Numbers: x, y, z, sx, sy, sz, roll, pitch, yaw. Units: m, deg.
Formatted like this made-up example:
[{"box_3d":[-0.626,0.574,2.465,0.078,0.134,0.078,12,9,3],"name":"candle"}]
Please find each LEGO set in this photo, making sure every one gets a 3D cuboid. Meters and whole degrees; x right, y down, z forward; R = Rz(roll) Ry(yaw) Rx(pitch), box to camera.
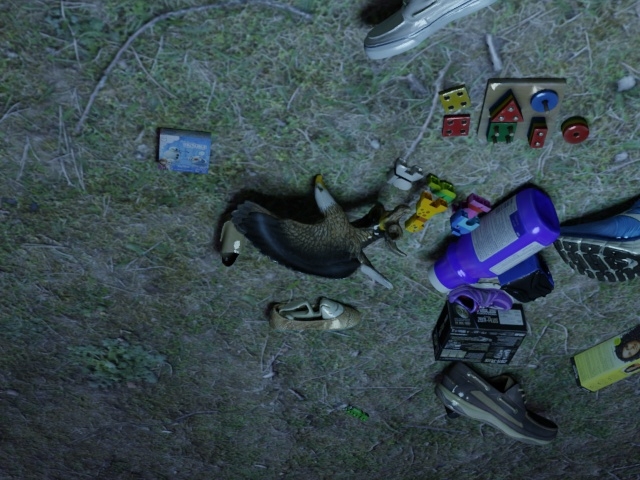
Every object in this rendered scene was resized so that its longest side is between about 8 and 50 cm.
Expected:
[{"box_3d":[0.211,-0.058,1.699,0.227,0.087,0.093,24,135,-27],"name":"LEGO set"}]

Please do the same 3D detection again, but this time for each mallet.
[{"box_3d":[0.409,0.410,2.318,0.190,0.062,0.039,-18,141,18],"name":"mallet"}]

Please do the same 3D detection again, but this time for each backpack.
[{"box_3d":[0.427,0.067,1.855,0.098,0.101,0.120,-23,141,27],"name":"backpack"}]

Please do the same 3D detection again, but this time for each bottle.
[{"box_3d":[0.334,0.012,1.766,0.092,0.118,0.283,27,133,-32],"name":"bottle"}]

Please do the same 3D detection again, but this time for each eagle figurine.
[{"box_3d":[-0.004,-0.010,1.662,0.298,0.225,0.226,-16,145,-11],"name":"eagle figurine"}]

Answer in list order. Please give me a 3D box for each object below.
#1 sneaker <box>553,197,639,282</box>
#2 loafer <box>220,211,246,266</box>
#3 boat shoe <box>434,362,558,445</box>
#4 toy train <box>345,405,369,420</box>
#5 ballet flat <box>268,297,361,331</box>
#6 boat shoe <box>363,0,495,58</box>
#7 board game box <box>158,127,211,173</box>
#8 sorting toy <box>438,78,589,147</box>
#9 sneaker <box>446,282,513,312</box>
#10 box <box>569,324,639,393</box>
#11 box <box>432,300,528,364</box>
[{"box_3d":[0.615,-0.011,1.747,0.330,0.147,0.129,-1,142,33],"name":"sneaker"},{"box_3d":[-0.171,0.000,1.783,0.056,0.050,0.148,3,142,-7],"name":"loafer"},{"box_3d":[0.457,0.403,2.233,0.355,0.132,0.130,25,97,-20],"name":"boat shoe"},{"box_3d":[0.100,0.463,2.409,0.024,0.017,0.083,-37,131,23],"name":"toy train"},{"box_3d":[-0.013,0.162,1.986,0.206,0.073,0.067,-6,127,-1],"name":"ballet flat"},{"box_3d":[0.156,-0.355,1.340,0.226,0.083,0.075,-27,125,12],"name":"boat shoe"},{"box_3d":[-0.242,-0.159,1.603,0.090,0.020,0.090,5,140,-8],"name":"board game box"},{"box_3d":[0.336,-0.213,1.541,0.275,0.046,0.132,0,141,-2],"name":"sorting toy"},{"box_3d":[0.344,0.132,1.957,0.170,0.071,0.068,13,139,-20],"name":"sneaker"},{"box_3d":[0.716,0.279,2.151,0.058,0.087,0.232,26,133,-34],"name":"box"},{"box_3d":[0.362,0.211,2.052,0.180,0.077,0.147,4,141,-7],"name":"box"}]
